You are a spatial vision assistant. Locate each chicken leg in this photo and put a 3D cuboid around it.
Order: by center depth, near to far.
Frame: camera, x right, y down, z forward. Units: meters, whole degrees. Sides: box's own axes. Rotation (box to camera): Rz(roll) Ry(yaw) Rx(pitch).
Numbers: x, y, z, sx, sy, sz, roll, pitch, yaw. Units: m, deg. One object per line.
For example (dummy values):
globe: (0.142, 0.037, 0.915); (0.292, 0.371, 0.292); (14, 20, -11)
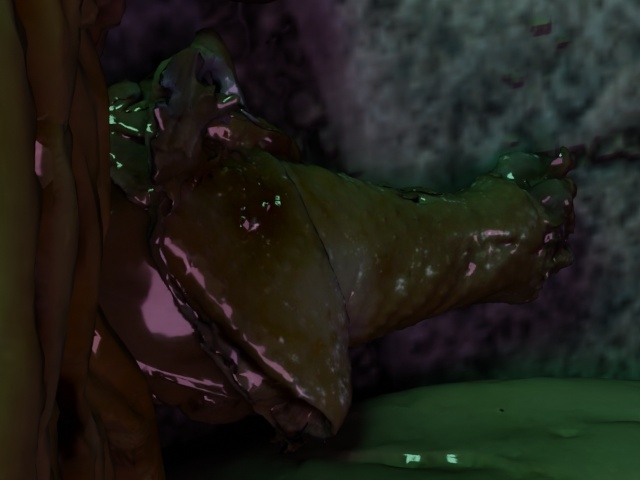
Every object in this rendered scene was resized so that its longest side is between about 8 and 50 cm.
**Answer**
chicken leg: (-0.002, 0.008, 0.556); (0.196, 0.080, 0.125); (15, 86, -26)

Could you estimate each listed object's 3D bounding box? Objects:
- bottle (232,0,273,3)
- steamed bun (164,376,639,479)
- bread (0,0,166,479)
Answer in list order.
bottle: (-0.083, -0.103, 0.493); (0.164, 0.060, 0.060); (8, 105, -25)
steamed bun: (0.064, 0.194, 0.555); (0.384, 0.236, 0.247); (-7, 112, -19)
bread: (-0.169, 0.016, 0.415); (0.277, 0.167, 0.324); (5, 103, 17)
